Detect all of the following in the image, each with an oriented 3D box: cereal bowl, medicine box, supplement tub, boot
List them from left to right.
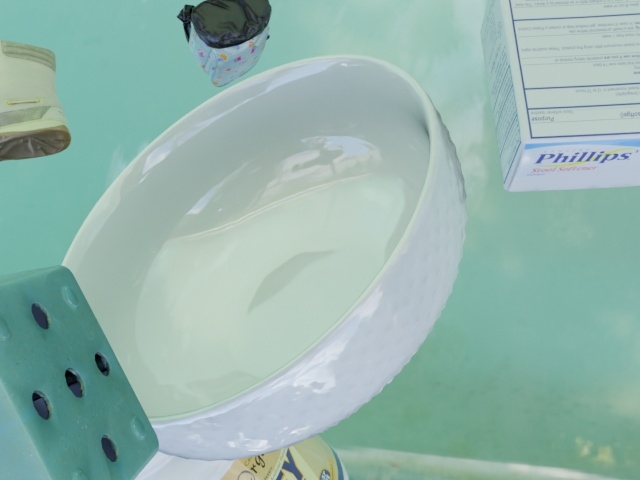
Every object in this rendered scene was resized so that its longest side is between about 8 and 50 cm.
[{"bbox_3d":[-0.449,-0.184,1.071,0.213,0.165,0.077,-8,152,-18],"label":"boot"},{"bbox_3d":[-0.132,0.264,0.969,0.228,0.228,0.316,-10,133,37],"label":"supplement tub"},{"bbox_3d":[-0.037,0.021,0.630,0.339,0.339,0.141,-7,138,32],"label":"cereal bowl"},{"bbox_3d":[0.382,-0.232,1.147,0.263,0.289,0.149,-3,158,0],"label":"medicine box"}]

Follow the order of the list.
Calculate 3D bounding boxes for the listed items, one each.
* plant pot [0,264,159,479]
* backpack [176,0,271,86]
[{"bbox_3d":[-0.209,0.113,0.371,0.234,0.165,0.166,-26,-178,7],"label":"plant pot"},{"bbox_3d":[-0.161,-0.342,1.371,0.152,0.115,0.182,-24,175,-19],"label":"backpack"}]
